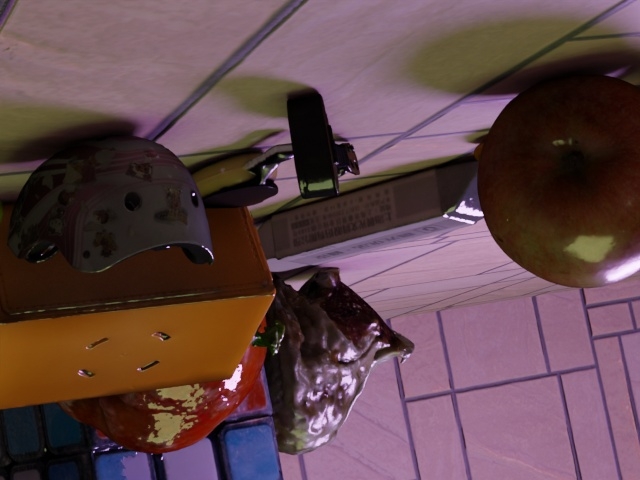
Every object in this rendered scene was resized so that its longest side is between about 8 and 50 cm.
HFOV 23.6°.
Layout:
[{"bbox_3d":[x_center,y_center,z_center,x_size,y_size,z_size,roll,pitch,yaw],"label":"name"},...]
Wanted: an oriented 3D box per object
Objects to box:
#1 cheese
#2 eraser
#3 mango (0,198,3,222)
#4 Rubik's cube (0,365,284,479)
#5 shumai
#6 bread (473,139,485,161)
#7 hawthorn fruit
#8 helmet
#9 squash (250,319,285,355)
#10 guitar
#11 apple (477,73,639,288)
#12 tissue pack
[{"bbox_3d":[-0.067,-0.064,1.429,0.086,0.036,0.162,-3,170,-30],"label":"cheese"},{"bbox_3d":[0.060,-0.025,1.792,0.351,0.061,0.089,-15,164,34],"label":"eraser"},{"bbox_3d":[-0.323,-0.023,1.218,0.117,0.089,0.163,-15,-171,-39],"label":"mango"},{"bbox_3d":[-0.304,0.248,2.302,0.363,0.359,0.362,-8,171,-40],"label":"Rubik's cube"},{"bbox_3d":[0.019,0.200,2.485,0.288,0.330,0.292,7,123,-24],"label":"shumai"},{"bbox_3d":[0.203,-0.088,1.594,0.083,0.046,0.081,-10,167,13],"label":"bread"},{"bbox_3d":[-0.203,0.124,1.882,0.284,0.284,0.284,-10,173,-1],"label":"hawthorn fruit"},{"bbox_3d":[-0.174,-0.034,1.255,0.176,0.107,0.153,9,-169,43],"label":"helmet"},{"bbox_3d":[-0.226,0.072,1.691,0.378,0.101,0.101,12,171,-2],"label":"squash"},{"bbox_3d":[0.005,-0.076,1.342,0.038,0.084,0.271,-8,180,6],"label":"guitar"},{"bbox_3d":[0.230,-0.054,1.349,0.188,0.188,0.174,-12,167,14],"label":"apple"},{"bbox_3d":[-0.209,0.052,1.518,0.274,0.145,0.194,-6,153,-24],"label":"tissue pack"}]
